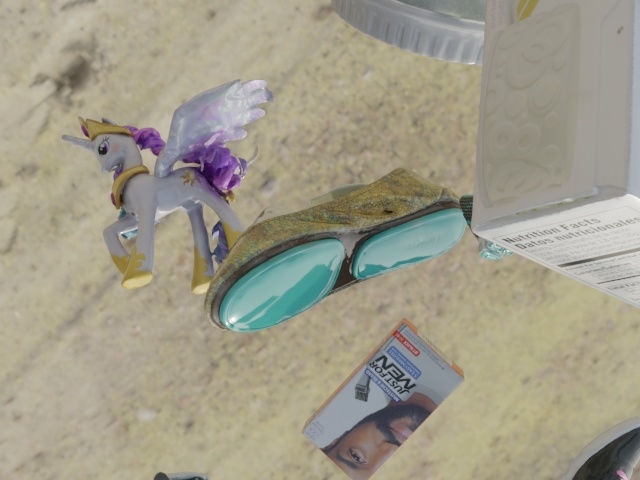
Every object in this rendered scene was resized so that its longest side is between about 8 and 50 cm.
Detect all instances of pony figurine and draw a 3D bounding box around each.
[{"bbox_3d":[-0.234,-0.096,2.042,0.351,0.363,0.303,-13,152,-16],"label":"pony figurine"}]

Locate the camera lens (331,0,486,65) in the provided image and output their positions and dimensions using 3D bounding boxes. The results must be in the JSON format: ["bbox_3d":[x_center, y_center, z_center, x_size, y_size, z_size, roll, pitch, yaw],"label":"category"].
[{"bbox_3d":[0.133,-0.314,1.026,0.219,0.219,0.274,-14,128,-41],"label":"camera lens"}]

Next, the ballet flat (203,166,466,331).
[{"bbox_3d":[0.000,0.000,1.232,0.348,0.123,0.123,-19,143,-37],"label":"ballet flat"}]

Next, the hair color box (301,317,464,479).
[{"bbox_3d":[0.069,0.178,1.320,0.167,0.093,0.053,-48,178,7],"label":"hair color box"}]

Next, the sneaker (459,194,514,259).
[{"bbox_3d":[0.189,-0.061,1.099,0.166,0.076,0.065,-46,148,23],"label":"sneaker"}]

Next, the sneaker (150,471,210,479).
[{"bbox_3d":[-0.170,0.362,1.603,0.091,0.094,0.258,-45,158,3],"label":"sneaker"}]

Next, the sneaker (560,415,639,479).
[{"bbox_3d":[0.376,0.376,1.589,0.296,0.147,0.104,-46,136,-7],"label":"sneaker"}]

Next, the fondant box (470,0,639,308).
[{"bbox_3d":[0.231,-0.075,0.670,0.330,0.238,0.096,22,155,-39],"label":"fondant box"}]
